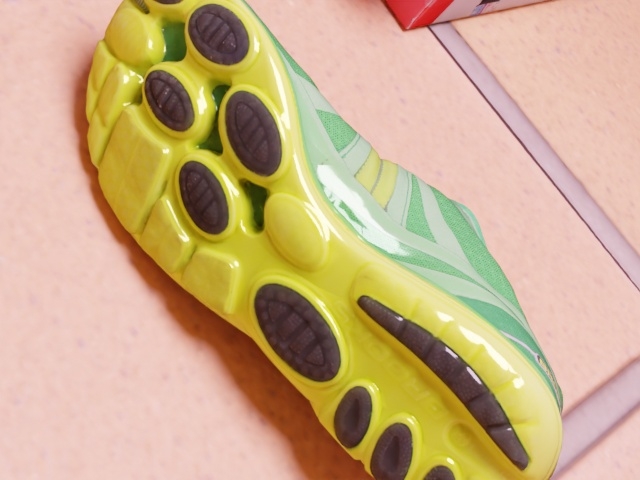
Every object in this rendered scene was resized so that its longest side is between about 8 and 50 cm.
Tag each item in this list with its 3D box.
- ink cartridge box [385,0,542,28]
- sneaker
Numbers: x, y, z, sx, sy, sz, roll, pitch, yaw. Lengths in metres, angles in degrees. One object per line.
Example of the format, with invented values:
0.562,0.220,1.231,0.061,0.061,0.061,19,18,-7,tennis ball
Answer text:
0.077,-0.211,0.963,0.231,0.078,0.134,-19,69,-48,ink cartridge box
0.000,0.000,0.715,0.295,0.109,0.123,52,17,11,sneaker
